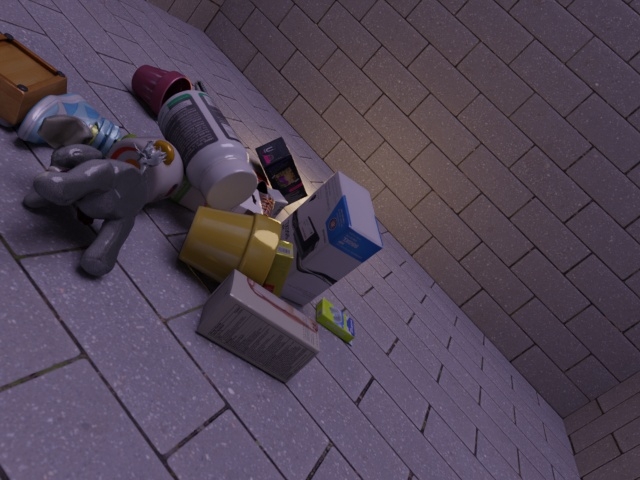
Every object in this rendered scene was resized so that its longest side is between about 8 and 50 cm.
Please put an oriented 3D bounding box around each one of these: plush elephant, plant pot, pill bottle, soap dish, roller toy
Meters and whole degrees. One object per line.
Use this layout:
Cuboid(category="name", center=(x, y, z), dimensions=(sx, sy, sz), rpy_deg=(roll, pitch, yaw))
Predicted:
Cuboid(category="plush elephant", center=(-0.556, -0.134, 1.041), dimensions=(0.272, 0.255, 0.330), rpy_deg=(79, 29, -47))
Cuboid(category="plant pot", center=(-0.270, 0.016, 1.301), dimensions=(0.239, 0.254, 0.254), rpy_deg=(23, 26, -16))
Cuboid(category="pill bottle", center=(-0.354, -0.284, 1.413), dimensions=(0.204, 0.204, 0.361), rpy_deg=(11, 41, -58))
Cuboid(category="soap dish", center=(-0.853, -0.445, 1.216), dimensions=(0.229, 0.118, 0.291), rpy_deg=(37, 22, -20))
Cuboid(category="roller toy", center=(-0.511, -0.203, 1.298), dimensions=(0.209, 0.191, 0.146), rpy_deg=(10, 16, 13))
Cuboid(category="plant pot", center=(-0.672, -0.630, 1.864), dimensions=(0.180, 0.201, 0.201), rpy_deg=(30, 19, 7))

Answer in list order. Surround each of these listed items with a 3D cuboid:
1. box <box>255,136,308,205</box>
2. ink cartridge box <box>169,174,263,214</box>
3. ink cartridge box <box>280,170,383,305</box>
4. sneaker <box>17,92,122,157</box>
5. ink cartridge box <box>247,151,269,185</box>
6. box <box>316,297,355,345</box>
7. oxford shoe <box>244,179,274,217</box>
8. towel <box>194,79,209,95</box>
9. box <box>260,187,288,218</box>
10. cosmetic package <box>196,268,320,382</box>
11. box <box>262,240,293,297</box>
Cuboid(category="box", center=(-0.180, -0.315, 2.092), dimensions=(0.270, 0.143, 0.165), rpy_deg=(68, -4, -46))
Cuboid(category="ink cartridge box", center=(-0.385, -0.176, 1.604), dimensions=(0.353, 0.119, 0.207), rpy_deg=(30, 26, -34))
Cuboid(category="ink cartridge box", center=(0.000, 0.000, 1.559), dimensions=(0.166, 0.395, 0.285), rpy_deg=(29, 35, -32))
Cuboid(category="sneaker", center=(-0.682, -0.306, 1.270), dimensions=(0.208, 0.127, 0.319), rpy_deg=(37, 22, -18))
Cuboid(category="ink cartridge box", center=(-0.330, -0.318, 2.056), dimensions=(0.134, 0.078, 0.231), rpy_deg=(26, 27, -41))
Cuboid(category="box", center=(0.063, 0.302, 1.659), dimensions=(0.178, 0.042, 0.109), rpy_deg=(38, 21, -16))
Cuboid(category="oxford shoe", center=(-0.246, -0.116, 1.738), dimensions=(0.130, 0.133, 0.363), rpy_deg=(33, 23, -36))
Cuboid(category="towel", center=(-0.455, -0.456, 1.880), dimensions=(0.312, 0.056, 0.324), rpy_deg=(92, -26, -50))
Cuboid(category="box", center=(-0.218, -0.161, 1.931), dimensions=(0.087, 0.101, 0.102), rpy_deg=(53, 21, 22))
Cuboid(category="cosmetic package", center=(-0.160, 0.232, 1.200), dimensions=(0.296, 0.153, 0.129), rpy_deg=(38, 19, -22))
Cuboid(category="box", center=(-0.141, 0.118, 1.335), dimensions=(0.058, 0.232, 0.087), rpy_deg=(16, 29, -13))
